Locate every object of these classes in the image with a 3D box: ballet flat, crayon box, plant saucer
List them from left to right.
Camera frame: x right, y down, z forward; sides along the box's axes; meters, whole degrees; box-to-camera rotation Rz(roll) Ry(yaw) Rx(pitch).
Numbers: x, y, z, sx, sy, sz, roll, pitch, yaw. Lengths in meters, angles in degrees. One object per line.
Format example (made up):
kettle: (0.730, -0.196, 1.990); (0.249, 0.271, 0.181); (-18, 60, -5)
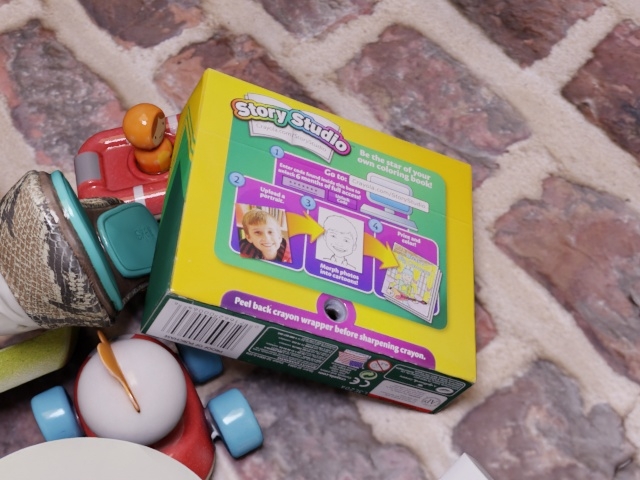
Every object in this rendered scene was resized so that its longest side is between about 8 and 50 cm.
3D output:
plant saucer: (-0.364, 0.148, 1.180); (0.188, 0.188, 0.045); (-22, 90, -10)
ballet flat: (-0.282, 0.030, 1.099); (0.182, 0.483, 0.164); (-25, 90, 0)
crayon box: (0.000, 0.000, 1.182); (0.362, 0.106, 0.313); (18, 52, -19)

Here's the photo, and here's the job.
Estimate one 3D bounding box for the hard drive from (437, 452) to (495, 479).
hard drive: (0.083, 0.399, 0.916); (0.353, 0.047, 0.233); (-46, 50, 4)

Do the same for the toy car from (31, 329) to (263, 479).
toy car: (-0.204, 0.159, 1.098); (0.219, 0.238, 0.210); (-25, 57, -13)

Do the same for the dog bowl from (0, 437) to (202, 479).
dog bowl: (-0.214, 0.305, 0.926); (0.264, 0.104, 0.265); (8, 32, -5)

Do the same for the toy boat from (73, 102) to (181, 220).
toy boat: (-0.218, -0.121, 1.347); (0.231, 0.151, 0.151); (-13, 55, -4)
